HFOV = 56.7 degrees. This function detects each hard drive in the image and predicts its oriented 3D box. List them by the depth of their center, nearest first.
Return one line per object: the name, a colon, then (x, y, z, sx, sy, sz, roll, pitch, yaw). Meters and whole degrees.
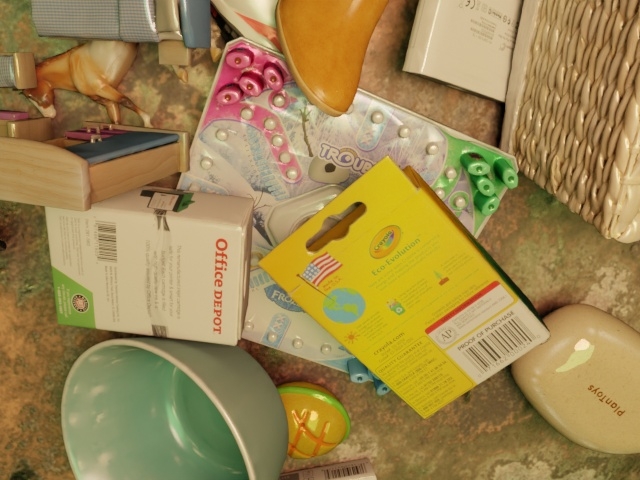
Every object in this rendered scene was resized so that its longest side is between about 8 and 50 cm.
hard drive: (0.208, -0.337, 0.713, 0.202, 0.040, 0.308, 1, 107, -45)

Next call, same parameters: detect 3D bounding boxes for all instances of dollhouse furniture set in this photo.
dollhouse furniture set: (-0.280, -0.212, 0.587, 0.286, 0.198, 0.304, 8, 108, 13)

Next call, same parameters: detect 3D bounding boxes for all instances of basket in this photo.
basket: (0.425, -0.202, 0.670, 0.327, 0.266, 0.332, -4, 119, -9)

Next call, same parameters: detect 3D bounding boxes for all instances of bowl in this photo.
bowl: (-0.164, 0.246, 0.765, 0.311, 0.163, 0.312, 8, 108, 28)

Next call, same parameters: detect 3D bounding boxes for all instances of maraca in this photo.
maraca: (-0.048, 0.259, 0.854, 0.185, 0.099, 0.127, -6, 117, 17)

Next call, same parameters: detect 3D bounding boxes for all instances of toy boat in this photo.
toy boat: (0.456, 0.163, 0.879, 0.267, 0.148, 0.318, 44, 103, -9)

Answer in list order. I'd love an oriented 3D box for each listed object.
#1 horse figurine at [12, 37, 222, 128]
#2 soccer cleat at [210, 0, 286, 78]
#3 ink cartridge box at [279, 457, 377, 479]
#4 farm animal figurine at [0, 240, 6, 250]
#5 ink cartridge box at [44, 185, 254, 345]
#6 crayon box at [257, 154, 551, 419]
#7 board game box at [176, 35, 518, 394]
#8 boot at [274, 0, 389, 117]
horse figurine: (-0.233, -0.221, 0.713, 0.174, 0.066, 0.263, 44, 111, 4)
soccer cleat: (-0.106, -0.326, 0.706, 0.116, 0.108, 0.318, -42, 107, -8)
ink cartridge box: (0.005, 0.469, 0.932, 0.188, 0.066, 0.233, -9, 100, -5)
farm animal figurine: (-0.534, -0.089, 0.621, 0.172, 0.326, 0.331, -33, 67, 10)
ink cartridge box: (-0.192, 0.024, 0.698, 0.219, 0.093, 0.161, 7, 115, 0)
crayon box: (0.104, 0.056, 0.727, 0.202, 0.081, 0.318, -38, 112, 16)
board game box: (0.000, 0.000, 0.770, 0.389, 0.050, 0.390, 21, 115, -11)
boot: (0.058, -0.293, 0.617, 0.211, 0.295, 0.104, -26, 145, 37)
